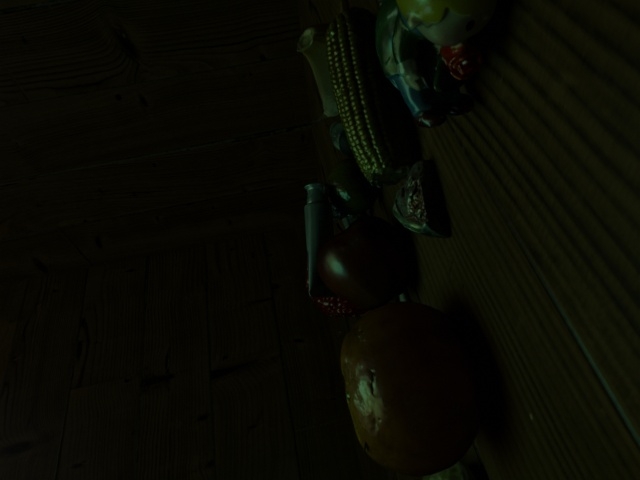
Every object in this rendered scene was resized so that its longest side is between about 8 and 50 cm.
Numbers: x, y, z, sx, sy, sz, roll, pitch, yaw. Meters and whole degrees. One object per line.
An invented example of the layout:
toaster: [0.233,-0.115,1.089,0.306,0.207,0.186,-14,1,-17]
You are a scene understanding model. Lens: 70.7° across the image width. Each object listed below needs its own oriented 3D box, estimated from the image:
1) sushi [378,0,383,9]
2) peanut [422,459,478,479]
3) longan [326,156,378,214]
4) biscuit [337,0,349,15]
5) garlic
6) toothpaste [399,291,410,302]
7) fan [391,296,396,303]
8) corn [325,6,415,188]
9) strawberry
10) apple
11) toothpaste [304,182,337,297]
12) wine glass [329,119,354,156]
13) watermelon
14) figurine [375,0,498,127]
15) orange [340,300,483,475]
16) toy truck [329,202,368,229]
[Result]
sushi: [0.113,-0.398,0.715,0.120,0.055,0.052,83,169,-73]
peanut: [0.259,0.524,0.876,0.137,0.122,0.252,-136,38,-68]
longan: [0.096,-0.153,1.239,0.176,0.145,0.154,-25,94,47]
biscuit: [0.064,-0.586,1.210,0.140,0.023,0.118,-104,4,-53]
garlic: [0.030,-0.429,1.142,0.145,0.164,0.244,53,165,42]
toothpaste: [0.218,0.171,1.136,0.048,0.031,0.190,78,-178,-48]
fan: [0.214,0.163,1.344,0.132,0.009,0.219,92,167,-80]
corn: [0.094,-0.274,0.875,0.131,0.131,0.344,94,164,-79]
strawberry: [0.092,0.097,1.305,0.277,0.258,0.257,-22,76,50]
apple: [0.106,0.052,1.072,0.234,0.234,0.233,169,90,-87]
toothpaste: [0.000,0.000,1.187,0.114,0.073,0.298,7,-104,-50]
wine glass: [0.079,-0.308,1.332,0.202,0.093,0.092,-108,8,-66]
watermelon: [0.167,-0.081,0.804,0.187,0.071,0.139,-106,10,-61]
figurine: [0.132,-0.226,0.469,0.234,0.128,0.185,177,77,-77]
orange: [0.151,0.244,0.774,0.284,0.226,0.283,174,90,-86]
toy truck: [0.110,-0.059,1.440,0.136,0.111,0.285,-57,-45,-48]
